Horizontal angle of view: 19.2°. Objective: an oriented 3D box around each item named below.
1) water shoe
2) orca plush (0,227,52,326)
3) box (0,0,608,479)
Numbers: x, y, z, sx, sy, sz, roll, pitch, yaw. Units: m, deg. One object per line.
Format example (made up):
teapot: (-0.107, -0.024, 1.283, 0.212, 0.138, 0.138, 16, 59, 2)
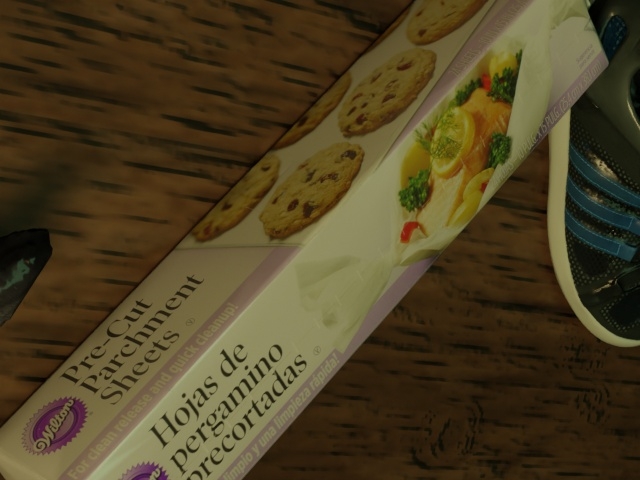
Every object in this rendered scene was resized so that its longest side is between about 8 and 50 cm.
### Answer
water shoe: (0.158, -0.027, 0.930, 0.073, 0.080, 0.203, -33, 124, -31)
orca plush: (-0.199, -0.024, 0.575, 0.287, 0.151, 0.102, 9, 75, -46)
box: (0.000, 0.000, 0.801, 0.324, 0.067, 0.063, -47, 129, -21)
